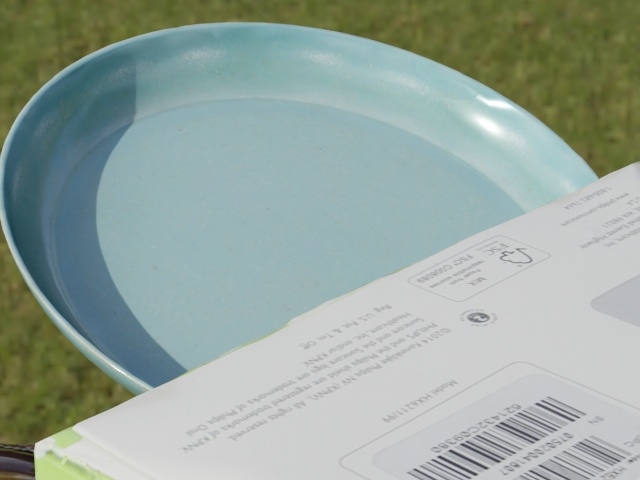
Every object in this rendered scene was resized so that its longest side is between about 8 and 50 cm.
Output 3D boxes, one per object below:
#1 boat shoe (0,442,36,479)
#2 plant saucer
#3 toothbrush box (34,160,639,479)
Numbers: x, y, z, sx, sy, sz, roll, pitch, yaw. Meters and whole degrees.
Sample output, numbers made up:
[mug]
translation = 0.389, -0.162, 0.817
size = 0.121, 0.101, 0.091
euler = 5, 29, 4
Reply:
[boat shoe]
translation = -0.104, 0.115, 0.681
size = 0.073, 0.073, 0.207
euler = 38, 2, 38
[plant saucer]
translation = 0.000, 0.000, 0.887
size = 0.317, 0.044, 0.318
euler = 9, 40, -8
[toothbrush box]
translation = 0.055, 0.150, 0.418
size = 0.122, 0.283, 0.206
euler = 23, 31, 38
